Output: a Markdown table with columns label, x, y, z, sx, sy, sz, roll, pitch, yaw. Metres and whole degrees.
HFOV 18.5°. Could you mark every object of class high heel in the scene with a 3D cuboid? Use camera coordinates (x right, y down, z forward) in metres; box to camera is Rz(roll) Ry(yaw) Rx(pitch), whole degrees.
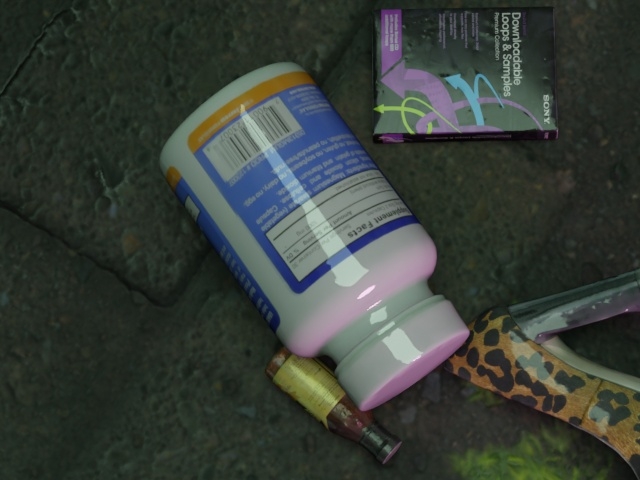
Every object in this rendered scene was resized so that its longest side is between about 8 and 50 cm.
| label | x | y | z | sx | sy | sz | roll | pitch | yaw |
| --- | --- | --- | --- | --- | --- | --- | --- | --- | --- |
| high heel | 0.217 | 0.168 | 1.618 | 0.186 | 0.093 | 0.261 | -18 | 85 | 17 |

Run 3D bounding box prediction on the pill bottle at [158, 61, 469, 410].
| label | x | y | z | sx | sy | sz | roll | pitch | yaw |
| --- | --- | --- | --- | --- | --- | --- | --- | --- | --- |
| pill bottle | 0.000 | 0.000 | 1.619 | 0.152 | 0.152 | 0.272 | -35 | 78 | -5 |

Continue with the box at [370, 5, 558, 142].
| label | x | y | z | sx | sy | sz | roll | pitch | yaw |
| --- | --- | --- | --- | --- | --- | --- | --- | --- | --- |
| box | 0.125 | -0.145 | 1.706 | 0.162 | 0.029 | 0.116 | -1 | 77 | 2 |

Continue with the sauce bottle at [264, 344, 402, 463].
| label | x | y | z | sx | sy | sz | roll | pitch | yaw |
| --- | --- | --- | --- | --- | --- | --- | --- | --- | --- |
| sauce bottle | 0.012 | 0.137 | 1.643 | 0.128 | 0.042 | 0.042 | 41 | 83 | 13 |
